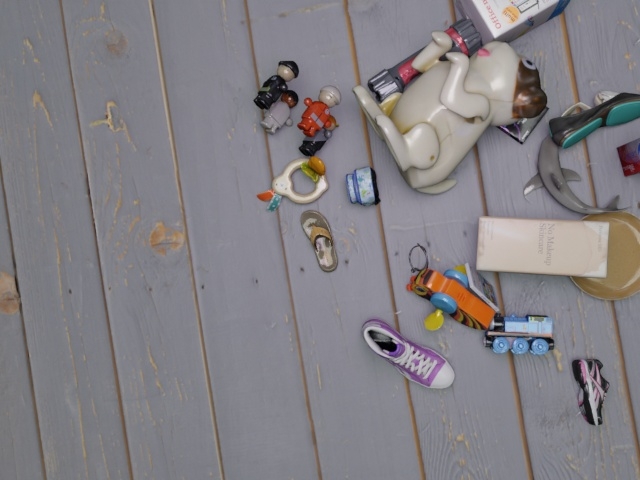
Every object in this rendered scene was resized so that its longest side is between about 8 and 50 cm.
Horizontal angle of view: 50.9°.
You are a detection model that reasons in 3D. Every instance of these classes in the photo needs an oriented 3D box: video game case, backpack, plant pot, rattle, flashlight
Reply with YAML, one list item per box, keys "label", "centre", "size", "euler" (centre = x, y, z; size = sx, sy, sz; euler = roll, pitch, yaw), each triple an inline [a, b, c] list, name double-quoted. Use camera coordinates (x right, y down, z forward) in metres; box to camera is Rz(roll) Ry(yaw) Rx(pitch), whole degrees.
- label: "video game case"
  centre: [0.418, 0.121, 1.739]
  size: [0.011, 0.087, 0.122]
  euler: [-35, 123, 26]
- label: "backpack"
  centre: [0.111, -0.143, 1.787]
  size: [0.084, 0.114, 0.105]
  euler: [-10, 89, 6]
- label: "plant pot"
  centre: [0.754, 0.036, 1.757]
  size: [0.236, 0.032, 0.236]
  euler: [0, 90, 6]
- label: "rattle"
  centre: [-0.079, -0.146, 1.800]
  size: [0.199, 0.143, 0.130]
  euler: [-17, 106, -1]
- label: "flashlight"
  centre: [0.278, -0.466, 1.783]
  size: [0.304, 0.103, 0.103]
  euler: [-33, 88, 3]

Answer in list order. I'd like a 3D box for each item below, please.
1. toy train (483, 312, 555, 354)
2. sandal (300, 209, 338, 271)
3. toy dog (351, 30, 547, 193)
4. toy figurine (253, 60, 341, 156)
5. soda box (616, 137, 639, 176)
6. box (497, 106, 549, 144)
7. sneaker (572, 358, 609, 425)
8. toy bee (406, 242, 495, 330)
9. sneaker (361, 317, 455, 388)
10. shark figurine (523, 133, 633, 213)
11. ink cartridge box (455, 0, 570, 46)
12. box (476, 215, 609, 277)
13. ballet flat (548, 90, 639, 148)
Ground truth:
- label: "toy train"
  centre: [0.519, 0.245, 1.759]
  size: [0.184, 0.080, 0.105]
  euler: [1, 80, 8]
- label: "sandal"
  centre: [0.000, 0.000, 1.829]
  size: [0.072, 0.049, 0.180]
  euler: [-20, 87, 5]
- label: "toy dog"
  centre: [0.348, -0.319, 1.659]
  size: [0.408, 0.284, 0.395]
  euler: [-31, 116, 7]
- label: "toy figurine"
  centre: [-0.054, -0.346, 1.764]
  size: [0.213, 0.209, 0.148]
  euler: [31, 76, 12]
- label: "soda box"
  centre: [0.817, -0.218, 1.638]
  size: [0.092, 0.263, 0.083]
  euler: [-15, 88, 6]
- label: "box"
  centre: [0.508, -0.349, 1.791]
  size: [0.162, 0.029, 0.116]
  euler: [36, 93, 5]
- label: "sneaker"
  centre: [0.714, 0.391, 1.739]
  size: [0.077, 0.072, 0.178]
  euler: [-10, 94, -5]
- label: "toy bee"
  centre: [0.312, 0.121, 1.762]
  size: [0.195, 0.162, 0.298]
  euler: [-34, 99, -26]
- label: "sneaker"
  centre: [0.225, 0.307, 1.745]
  size: [0.282, 0.161, 0.102]
  euler: [30, 91, 5]
- label: "shark figurine"
  centre: [0.639, -0.132, 1.725]
  size: [0.166, 0.116, 0.278]
  euler: [-46, 77, 6]
- label: "ink cartridge box"
  centre: [0.494, -0.623, 1.727]
  size: [0.232, 0.168, 0.171]
  euler: [-30, 87, 6]
- label: "box"
  centre: [0.559, 0.017, 1.712]
  size: [0.311, 0.121, 0.148]
  euler: [2, 88, 15]
- label: "ballet flat"
  centre: [0.715, -0.332, 1.731]
  size: [0.280, 0.095, 0.096]
  euler: [-22, 62, -8]
